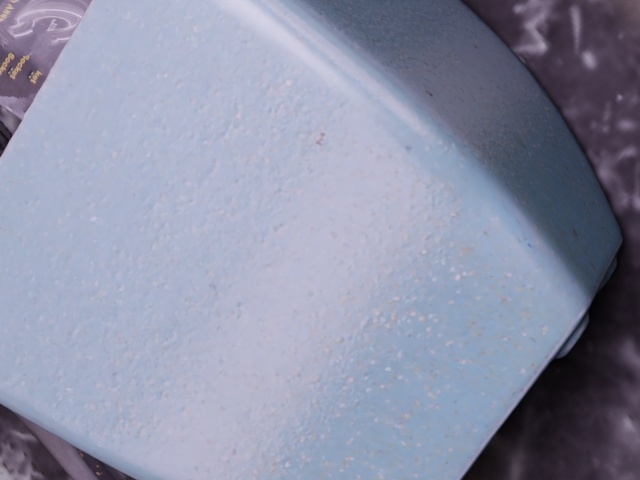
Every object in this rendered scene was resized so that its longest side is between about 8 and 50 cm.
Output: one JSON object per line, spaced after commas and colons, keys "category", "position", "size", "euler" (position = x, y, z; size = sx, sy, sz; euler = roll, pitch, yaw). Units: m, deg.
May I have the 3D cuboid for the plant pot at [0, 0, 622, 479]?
{"category": "plant pot", "position": [0.000, 0.000, 0.869], "size": [0.252, 0.248, 0.247], "euler": [37, 111, 5]}

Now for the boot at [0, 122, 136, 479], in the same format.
{"category": "boot", "position": [-0.216, 0.080, 1.077], "size": [0.223, 0.118, 0.338], "euler": [-53, 58, 25]}

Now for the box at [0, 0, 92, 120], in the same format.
{"category": "box", "position": [-0.140, -0.237, 0.964], "size": [0.242, 0.076, 0.307], "euler": [34, 91, 21]}
